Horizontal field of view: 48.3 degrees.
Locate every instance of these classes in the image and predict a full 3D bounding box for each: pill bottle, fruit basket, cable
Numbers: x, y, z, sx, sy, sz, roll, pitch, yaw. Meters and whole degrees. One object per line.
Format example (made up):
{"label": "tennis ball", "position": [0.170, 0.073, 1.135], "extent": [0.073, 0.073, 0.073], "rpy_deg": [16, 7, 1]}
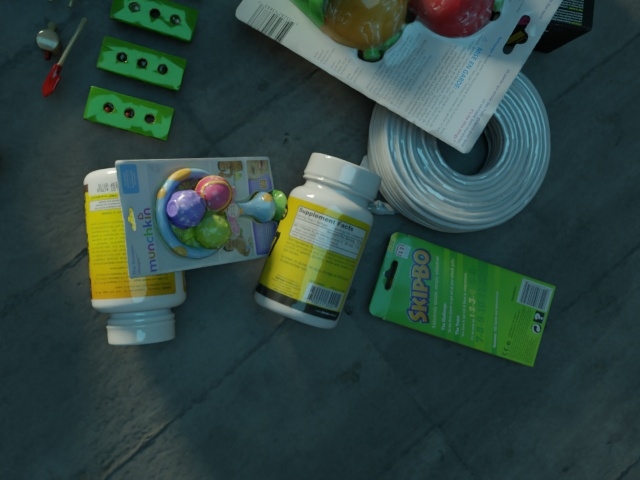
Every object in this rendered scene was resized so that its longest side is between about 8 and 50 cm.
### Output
{"label": "pill bottle", "position": [-0.231, 0.020, 0.896], "extent": [0.117, 0.117, 0.215], "rpy_deg": [-4, 89, -11]}
{"label": "pill bottle", "position": [0.000, 0.000, 0.932], "extent": [0.119, 0.119, 0.208], "rpy_deg": [20, 90, -10]}
{"label": "fruit basket", "position": [0.120, -0.333, 0.928], "extent": [0.353, 0.165, 0.327], "rpy_deg": [31, 86, -1]}
{"label": "cable", "position": [0.193, -0.139, 0.996], "extent": [0.257, 0.089, 0.257], "rpy_deg": [13, 86, -10]}

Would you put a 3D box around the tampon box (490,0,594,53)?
{"label": "tampon box", "position": [0.315, -0.366, 1.010], "extent": [0.101, 0.120, 0.161], "rpy_deg": [7, 87, -11]}

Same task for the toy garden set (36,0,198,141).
{"label": "toy garden set", "position": [-0.272, -0.272, 0.933], "extent": [0.204, 0.049, 0.244], "rpy_deg": [14, 87, -12]}

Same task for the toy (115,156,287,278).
{"label": "toy", "position": [-0.130, -0.037, 0.884], "extent": [0.237, 0.056, 0.137], "rpy_deg": [-9, 92, -49]}

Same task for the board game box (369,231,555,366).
{"label": "board game box", "position": [0.201, 0.084, 1.019], "extent": [0.259, 0.039, 0.124], "rpy_deg": [19, 84, -13]}
